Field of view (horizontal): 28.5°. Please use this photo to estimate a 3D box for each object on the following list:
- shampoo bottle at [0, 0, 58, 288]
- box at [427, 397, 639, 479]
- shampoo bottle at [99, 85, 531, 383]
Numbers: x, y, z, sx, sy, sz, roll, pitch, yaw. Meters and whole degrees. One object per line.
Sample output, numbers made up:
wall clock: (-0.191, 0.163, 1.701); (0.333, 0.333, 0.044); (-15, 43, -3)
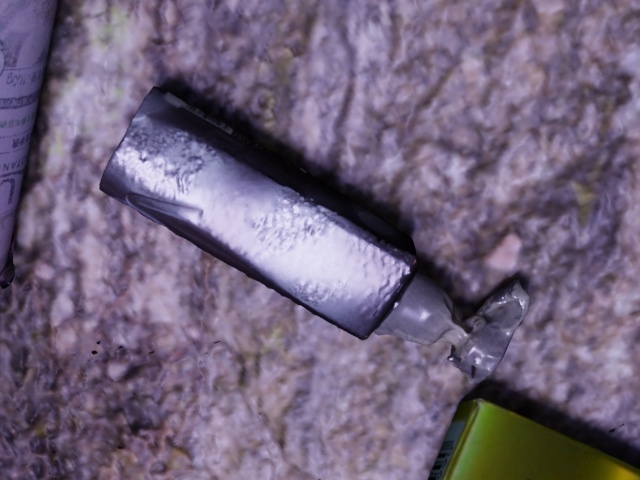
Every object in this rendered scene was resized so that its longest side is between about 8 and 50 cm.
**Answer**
shampoo bottle: (-0.170, -0.043, 0.593); (0.072, 0.072, 0.214); (17, 115, 0)
box: (0.088, 0.251, 0.603); (0.173, 0.043, 0.311); (25, 76, -3)
shampoo bottle: (0.000, 0.001, 0.595); (0.207, 0.057, 0.064); (30, 106, -8)
